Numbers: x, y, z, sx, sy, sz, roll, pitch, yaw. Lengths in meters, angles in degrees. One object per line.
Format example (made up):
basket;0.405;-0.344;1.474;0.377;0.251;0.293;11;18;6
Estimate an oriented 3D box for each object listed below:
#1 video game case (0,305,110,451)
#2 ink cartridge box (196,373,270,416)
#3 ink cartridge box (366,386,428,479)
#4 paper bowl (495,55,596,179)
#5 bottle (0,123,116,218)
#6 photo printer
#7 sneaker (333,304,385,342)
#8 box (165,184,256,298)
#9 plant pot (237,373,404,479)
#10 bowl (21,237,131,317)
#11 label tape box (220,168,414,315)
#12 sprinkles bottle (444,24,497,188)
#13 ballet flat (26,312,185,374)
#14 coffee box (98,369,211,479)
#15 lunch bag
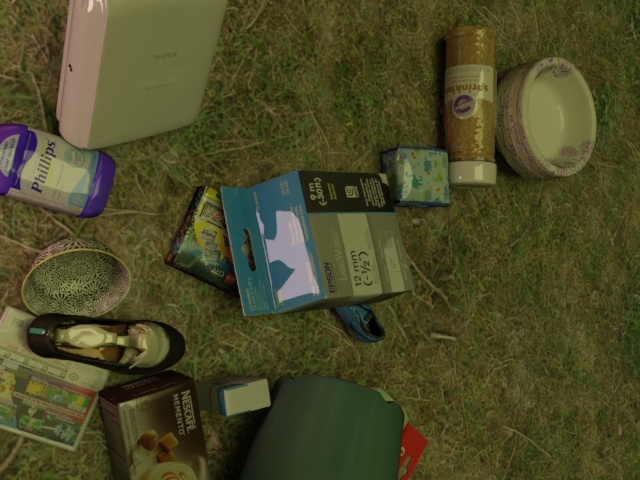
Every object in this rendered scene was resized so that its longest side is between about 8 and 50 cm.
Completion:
video game case;-0.458;0.229;1.222;0.201;0.023;0.183;29;73;-29
ink cartridge box;-0.160;0.279;1.352;0.088;0.122;0.052;-8;89;-33
ink cartridge box;0.136;0.445;1.577;0.225;0.056;0.181;44;67;-22
paper bowl;0.518;-0.286;1.783;0.284;0.148;0.284;1;89;-36
bottle;-0.475;-0.124;1.180;0.283;0.092;0.118;19;77;-31
photo printer;-0.279;-0.308;1.182;0.107;0.307;0.256;42;41;22
sneaker;0.060;0.128;1.522;0.069;0.082;0.209;-48;111;-22
box;-0.156;0.019;1.408;0.233;0.044;0.159;29;73;-28
plant pot;-0.005;0.437;1.330;0.341;0.341;0.334;31;60;-28
bowl;-0.400;0.049;1.215;0.170;0.080;0.170;-15;138;-13
label tape box;0.000;0.000;1.413;0.348;0.115;0.249;-1;74;-42
sprinkles bottle;0.339;-0.298;1.692;0.121;0.121;0.355;3;86;-32
ballet flat;-0.336;0.173;1.231;0.280;0.096;0.095;9;77;-36
coffee box;-0.278;0.363;1.276;0.141;0.098;0.246;-13;100;-34
lunch bag;0.214;-0.136;1.621;0.151;0.096;0.128;-1;89;-23
